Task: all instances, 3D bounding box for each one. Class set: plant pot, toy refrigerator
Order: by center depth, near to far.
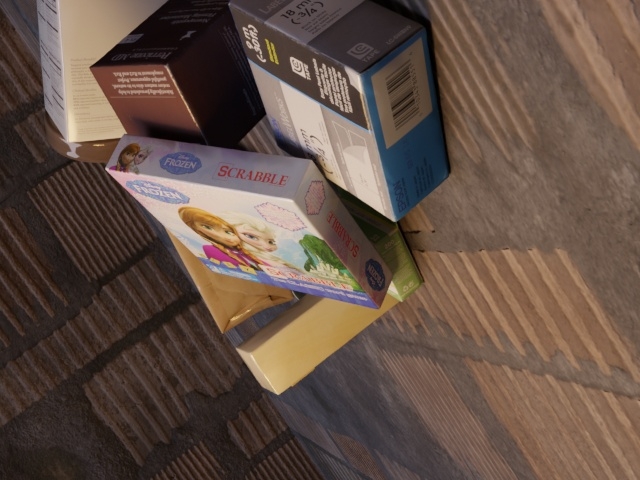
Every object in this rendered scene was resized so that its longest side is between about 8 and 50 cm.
[{"bbox_3d":[0.000,0.142,1.566,0.094,0.269,0.102,57,163,-10],"label":"toy refrigerator"},{"bbox_3d":[-0.506,-0.344,2.136,0.263,0.263,0.229,43,142,34],"label":"plant pot"}]

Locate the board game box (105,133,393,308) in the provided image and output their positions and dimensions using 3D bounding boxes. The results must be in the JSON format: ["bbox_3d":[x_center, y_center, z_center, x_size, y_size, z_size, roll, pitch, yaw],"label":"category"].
[{"bbox_3d":[-0.094,-0.023,1.333,0.319,0.065,0.318,10,156,31],"label":"board game box"}]

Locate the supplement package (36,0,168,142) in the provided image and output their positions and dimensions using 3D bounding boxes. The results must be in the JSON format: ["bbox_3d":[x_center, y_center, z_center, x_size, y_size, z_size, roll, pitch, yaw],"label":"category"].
[{"bbox_3d":[-0.337,-0.320,1.499,0.198,0.199,0.262,-137,44,-54],"label":"supplement package"}]

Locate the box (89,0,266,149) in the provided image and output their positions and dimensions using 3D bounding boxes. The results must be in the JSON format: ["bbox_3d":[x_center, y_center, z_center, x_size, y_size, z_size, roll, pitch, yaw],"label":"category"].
[{"bbox_3d":[-0.179,-0.237,1.340,0.169,0.203,0.167,7,135,38],"label":"box"}]

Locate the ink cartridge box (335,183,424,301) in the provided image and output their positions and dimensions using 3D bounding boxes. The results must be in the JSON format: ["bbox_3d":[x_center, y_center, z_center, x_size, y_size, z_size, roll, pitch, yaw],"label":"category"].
[{"bbox_3d":[0.059,-0.033,1.438,0.171,0.056,0.235,32,155,53],"label":"ink cartridge box"}]

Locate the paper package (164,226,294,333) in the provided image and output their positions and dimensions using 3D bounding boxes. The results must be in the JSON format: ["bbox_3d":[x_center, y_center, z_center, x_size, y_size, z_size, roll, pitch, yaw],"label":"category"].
[{"bbox_3d":[-0.214,-0.030,1.889,0.309,0.168,0.325,67,173,-32],"label":"paper package"}]

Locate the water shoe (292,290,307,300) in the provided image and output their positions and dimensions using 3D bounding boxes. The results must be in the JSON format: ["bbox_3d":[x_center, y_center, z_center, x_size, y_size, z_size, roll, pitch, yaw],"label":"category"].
[{"bbox_3d":[-0.045,0.033,1.876,0.080,0.073,0.203,-109,0,-52],"label":"water shoe"}]

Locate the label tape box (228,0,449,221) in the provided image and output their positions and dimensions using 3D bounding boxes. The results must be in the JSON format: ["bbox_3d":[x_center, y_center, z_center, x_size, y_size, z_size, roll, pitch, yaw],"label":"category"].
[{"bbox_3d":[-0.009,-0.200,1.133,0.334,0.106,0.240,36,158,36],"label":"label tape box"}]
